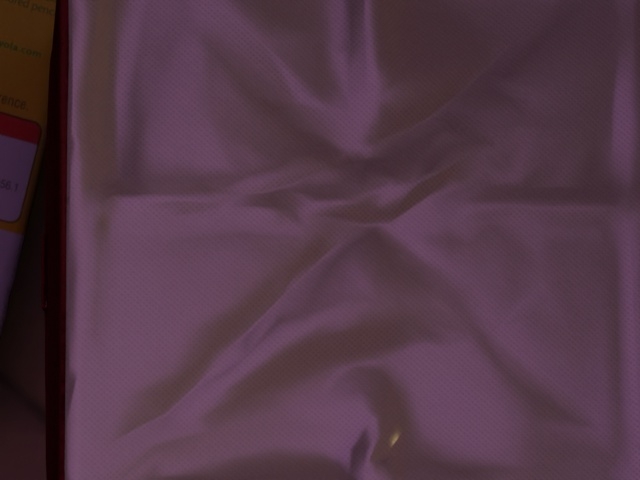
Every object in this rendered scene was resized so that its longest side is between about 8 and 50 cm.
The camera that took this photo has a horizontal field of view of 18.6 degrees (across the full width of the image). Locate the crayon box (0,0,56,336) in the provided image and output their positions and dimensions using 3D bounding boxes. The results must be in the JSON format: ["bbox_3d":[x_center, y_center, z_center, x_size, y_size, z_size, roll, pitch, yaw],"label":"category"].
[{"bbox_3d":[-0.194,-0.107,0.753,0.202,0.081,0.318,16,82,-19],"label":"crayon box"}]

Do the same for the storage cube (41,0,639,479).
[{"bbox_3d":[0.000,0.000,0.651,0.184,0.193,0.215,1,83,-8],"label":"storage cube"}]
